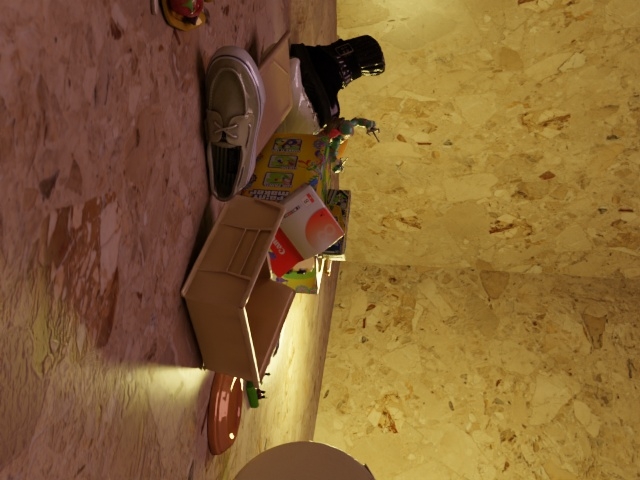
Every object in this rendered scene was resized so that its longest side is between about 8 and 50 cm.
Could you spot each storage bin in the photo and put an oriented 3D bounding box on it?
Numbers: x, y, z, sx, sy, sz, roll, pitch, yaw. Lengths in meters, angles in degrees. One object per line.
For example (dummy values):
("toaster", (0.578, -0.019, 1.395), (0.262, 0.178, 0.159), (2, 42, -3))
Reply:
("storage bin", (-0.142, 0.094, 1.500), (0.262, 0.123, 0.260), (85, 21, -49))

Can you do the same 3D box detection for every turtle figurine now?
("turtle figurine", (0.063, -0.270, 2.057), (0.118, 0.175, 0.234), (50, -7, -11))

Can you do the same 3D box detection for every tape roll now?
("tape roll", (-0.036, 0.640, 1.733), (0.072, 0.391, 0.392), (78, 16, -67))

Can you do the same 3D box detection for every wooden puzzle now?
("wooden puzzle", (-0.124, -0.341, 1.836), (0.239, 0.044, 0.221), (93, 19, -45))

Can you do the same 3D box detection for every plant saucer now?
("plant saucer", (-0.200, 0.359, 1.689), (0.200, 0.037, 0.200), (3, 90, -83))

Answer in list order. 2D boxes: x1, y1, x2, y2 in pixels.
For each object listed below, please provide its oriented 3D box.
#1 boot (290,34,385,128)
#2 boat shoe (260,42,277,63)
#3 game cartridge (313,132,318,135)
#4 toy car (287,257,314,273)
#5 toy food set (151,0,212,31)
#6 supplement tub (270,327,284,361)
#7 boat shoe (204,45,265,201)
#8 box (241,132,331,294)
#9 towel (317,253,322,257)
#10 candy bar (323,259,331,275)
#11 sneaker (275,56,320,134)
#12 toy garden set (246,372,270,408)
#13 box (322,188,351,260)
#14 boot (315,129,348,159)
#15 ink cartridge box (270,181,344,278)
("boot", (0.071, -0.469, 2.269), (0.131, 0.260, 0.348), (100, -21, -51))
("boat shoe", (-0.122, -0.420, 1.926), (0.042, 0.048, 0.133), (64, 37, -69))
("game cartridge", (-0.044, -0.348, 2.530), (0.196, 0.060, 0.294), (-83, 174, -61))
("toy car", (-0.143, 0.058, 1.756), (0.239, 0.053, 0.225), (42, 63, -27))
("toy food set", (-0.192, -0.388, 1.196), (0.218, 0.071, 0.128), (-53, 146, -78))
("supplement tub", (-0.140, 0.194, 1.779), (0.190, 0.116, 0.117), (-80, 171, -49))
("boat shoe", (-0.160, -0.204, 1.443), (0.094, 0.109, 0.302), (-76, 171, -49))
("box", (-0.076, -0.069, 1.948), (0.279, 0.176, 0.290), (-79, 171, -47))
("towel", (0.000, 0.000, 1.848), (0.060, 0.009, 0.083), (32, 63, -81))
("candy bar", (0.023, 0.012, 2.017), (0.040, 0.018, 0.162), (53, 41, -80))
("sneaker", (-0.062, -0.350, 2.148), (0.111, 0.129, 0.297), (-63, 154, -71))
("toy garden set", (-0.149, 0.282, 2.052), (0.204, 0.049, 0.244), (86, 10, -50))
("box", (0.038, -0.039, 1.932), (0.054, 0.059, 0.169), (70, 25, -71))
("boot", (-0.026, -0.170, 2.217), (0.295, 0.104, 0.211), (-48, -162, 37))
("ink cartridge box", (-0.057, -0.018, 1.723), (0.145, 0.179, 0.045), (53, -8, -22))
